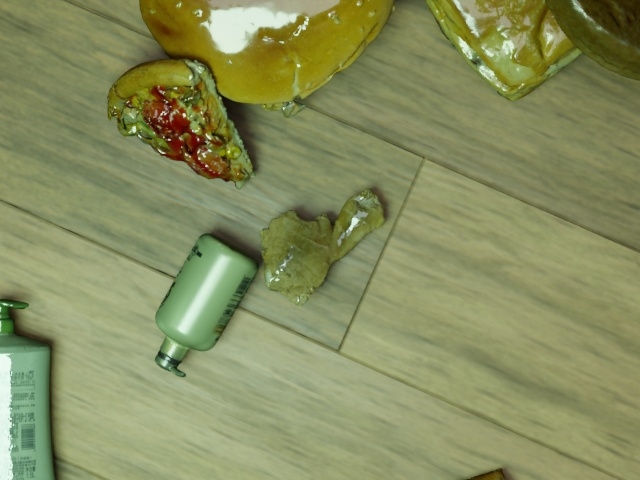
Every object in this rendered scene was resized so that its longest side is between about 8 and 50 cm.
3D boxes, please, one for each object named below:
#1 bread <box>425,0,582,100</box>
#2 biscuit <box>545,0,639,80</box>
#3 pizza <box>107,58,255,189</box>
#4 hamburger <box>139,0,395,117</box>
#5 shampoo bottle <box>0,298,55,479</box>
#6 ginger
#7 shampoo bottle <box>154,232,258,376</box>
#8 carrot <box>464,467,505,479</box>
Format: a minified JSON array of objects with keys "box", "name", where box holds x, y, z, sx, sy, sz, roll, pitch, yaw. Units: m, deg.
[{"box":[0.220,-0.301,1.553,0.210,0.099,0.235,-40,89,3],"name":"bread"},{"box":[0.316,-0.355,1.490,0.350,0.070,0.394,1,72,-22],"name":"biscuit"},{"box":[-0.149,-0.122,1.552,0.193,0.201,0.053,38,60,-14],"name":"pizza"},{"box":[-0.063,-0.304,1.536,0.290,0.170,0.314,-31,90,9],"name":"hamburger"},{"box":[-0.367,0.185,1.597,0.118,0.087,0.234,-1,90,2],"name":"shampoo bottle"},{"box":[-0.007,-0.006,1.589,0.165,0.067,0.096,-44,88,-10],"name":"ginger"},{"box":[-0.141,0.077,1.587,0.079,0.079,0.162,31,93,2],"name":"shampoo bottle"},{"box":[0.141,0.309,1.590,0.161,0.055,0.055,-23,89,1],"name":"carrot"}]
